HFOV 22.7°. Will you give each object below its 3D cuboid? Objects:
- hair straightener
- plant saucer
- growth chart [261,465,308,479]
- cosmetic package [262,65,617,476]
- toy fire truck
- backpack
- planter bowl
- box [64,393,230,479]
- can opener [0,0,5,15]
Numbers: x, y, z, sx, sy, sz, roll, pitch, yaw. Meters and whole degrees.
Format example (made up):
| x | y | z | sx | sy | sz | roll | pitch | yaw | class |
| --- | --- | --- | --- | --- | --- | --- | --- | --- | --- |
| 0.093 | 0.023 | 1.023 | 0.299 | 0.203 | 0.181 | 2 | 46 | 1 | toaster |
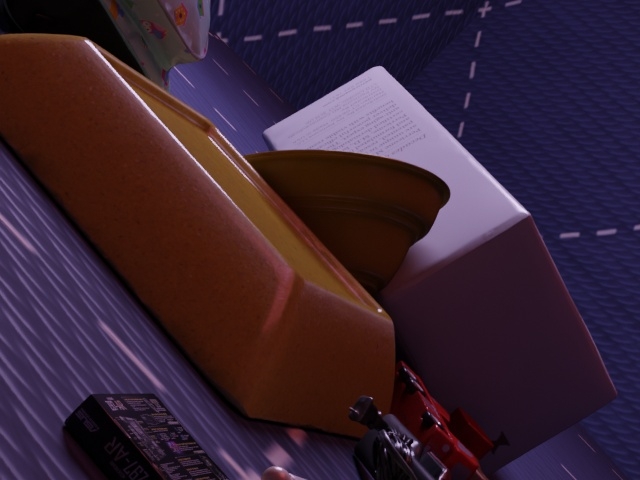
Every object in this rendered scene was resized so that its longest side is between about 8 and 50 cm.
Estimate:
| x | y | z | sx | sy | sz | roll | pitch | yaw | class |
| --- | --- | --- | --- | --- | --- | --- | --- | --- | --- |
| 0.043 | 0.145 | 1.016 | 0.089 | 0.047 | 0.230 | 45 | 3 | -4 | hair straightener |
| -0.078 | -0.011 | 1.134 | 0.333 | 0.081 | 0.332 | 47 | 5 | 19 | plant saucer |
| 0.067 | 0.215 | 0.868 | 0.237 | 0.021 | 0.172 | 45 | 4 | 20 | growth chart |
| 0.105 | 0.013 | 1.614 | 0.230 | 0.161 | 0.453 | 61 | -2 | -28 | cosmetic package |
| 0.099 | 0.168 | 1.303 | 0.135 | 0.047 | 0.192 | 45 | 6 | -20 | toy fire truck |
| -0.172 | -0.218 | 1.287 | 0.166 | 0.144 | 0.188 | 55 | 18 | -49 | backpack |
| 0.000 | 0.000 | 1.343 | 0.217 | 0.217 | 0.090 | 35 | 54 | -61 | planter bowl |
| -0.072 | 0.097 | 0.705 | 0.067 | 0.018 | 0.083 | 47 | 6 | 12 | box |
| -0.279 | -0.220 | 1.305 | 0.280 | 0.074 | 0.093 | 17 | 64 | -75 | can opener |
